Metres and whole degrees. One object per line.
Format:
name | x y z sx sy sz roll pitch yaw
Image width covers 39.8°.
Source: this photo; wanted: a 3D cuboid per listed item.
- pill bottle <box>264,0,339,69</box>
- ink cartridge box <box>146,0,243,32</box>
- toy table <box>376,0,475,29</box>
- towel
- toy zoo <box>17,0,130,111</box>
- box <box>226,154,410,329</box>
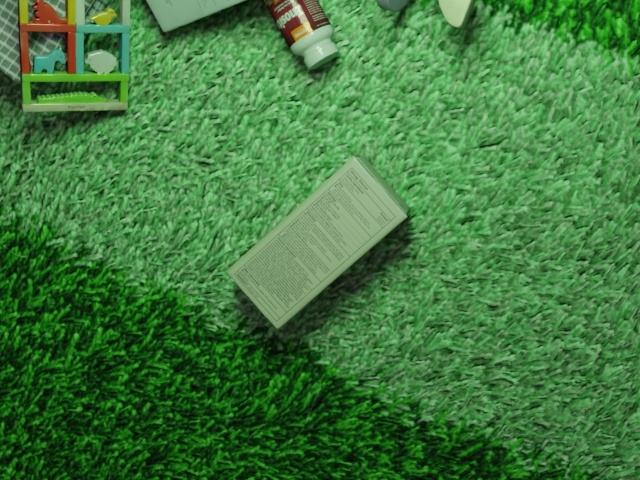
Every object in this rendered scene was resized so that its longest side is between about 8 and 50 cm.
pill bottle | -0.030 -0.384 1.563 0.086 0.086 0.152 -29 91 11
ink cartridge box | -0.208 -0.548 1.473 0.330 0.071 0.324 -12 118 30
toy table | 0.210 -0.494 1.445 0.161 0.252 0.274 24 112 22
towel | -0.568 -0.436 1.626 0.283 0.121 0.235 34 100 4
toy zoo | -0.435 -0.374 1.568 0.192 0.030 0.293 -6 117 -25
box | 0.000 0.000 1.585 0.311 0.121 0.148 -40 89 11
